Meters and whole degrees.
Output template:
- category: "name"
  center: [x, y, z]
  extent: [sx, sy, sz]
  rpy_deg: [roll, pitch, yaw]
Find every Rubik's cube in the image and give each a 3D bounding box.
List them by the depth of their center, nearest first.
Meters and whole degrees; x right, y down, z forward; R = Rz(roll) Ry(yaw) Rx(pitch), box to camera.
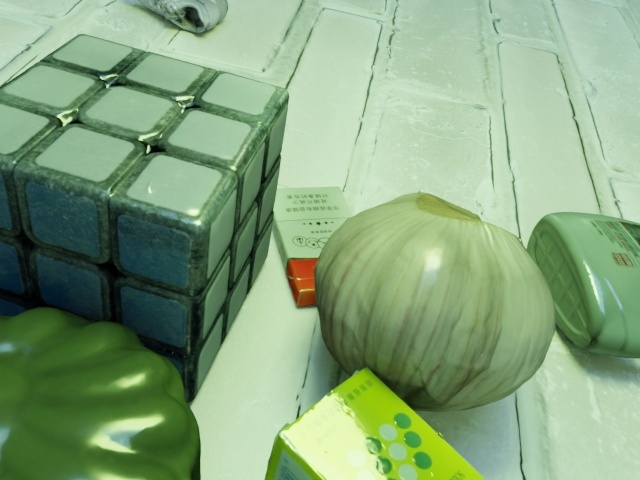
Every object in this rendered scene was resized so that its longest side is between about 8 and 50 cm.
- category: "Rubik's cube"
  center: [-0.231, -0.036, 0.806]
  extent: [0.304, 0.301, 0.304]
  rpy_deg: [17, 41, 3]

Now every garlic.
- category: "garlic"
  center: [0.132, 0.079, 0.814]
  extent: [0.317, 0.260, 0.317]
  rpy_deg: [24, 5, -2]

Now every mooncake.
- category: "mooncake"
  center: [-0.285, 0.225, 0.585]
  extent: [0.356, 0.194, 0.357]
  rpy_deg: [8, 42, -7]

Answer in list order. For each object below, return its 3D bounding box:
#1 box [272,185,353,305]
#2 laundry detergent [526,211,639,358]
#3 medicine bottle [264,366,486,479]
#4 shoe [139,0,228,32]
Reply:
- category: "box"
  center: [0.000, 0.000, 1.026]
  extent: [0.138, 0.035, 0.245]
  rpy_deg: [-4, 44, -19]
- category: "laundry detergent"
  center: [0.552, 0.075, 1.022]
  extent: [0.397, 0.125, 0.264]
  rpy_deg: [4, 41, -13]
- category: "medicine bottle"
  center: [0.070, 0.278, 0.657]
  extent: [0.137, 0.141, 0.250]
  rpy_deg: [-25, 53, -40]
- category: "shoe"
  center: [-0.348, -0.558, 1.520]
  extent: [0.244, 0.095, 0.138]
  rpy_deg: [17, 38, -5]
